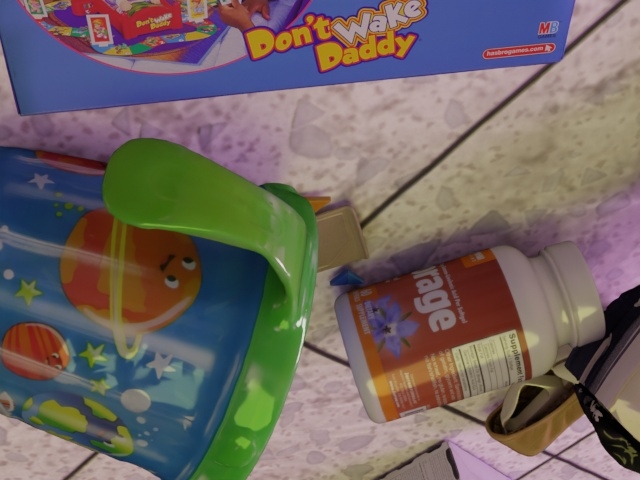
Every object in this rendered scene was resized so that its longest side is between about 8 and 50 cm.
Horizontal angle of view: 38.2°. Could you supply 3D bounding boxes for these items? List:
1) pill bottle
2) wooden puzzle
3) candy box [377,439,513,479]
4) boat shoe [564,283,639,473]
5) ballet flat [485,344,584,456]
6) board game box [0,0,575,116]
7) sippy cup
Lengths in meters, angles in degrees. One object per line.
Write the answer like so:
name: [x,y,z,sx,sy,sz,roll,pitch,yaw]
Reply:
pill bottle: [0.130,0.074,0.814,0.216,0.121,0.121,-18,137,2]
wooden puzzle: [0.000,0.000,0.782,0.078,0.014,0.116,-10,136,1]
candy box: [0.127,0.340,1.123,0.196,0.070,0.165,-36,133,20]
boat shoe: [0.343,0.035,0.799,0.127,0.158,0.340,42,96,-8]
ballet flat: [0.250,0.148,0.958,0.073,0.080,0.232,20,127,-14]
board game box: [-0.016,-0.201,0.522,0.347,0.078,0.233,-7,136,-9]
sippy cup: [-0.148,0.044,0.649,0.224,0.240,0.305,18,111,-16]
